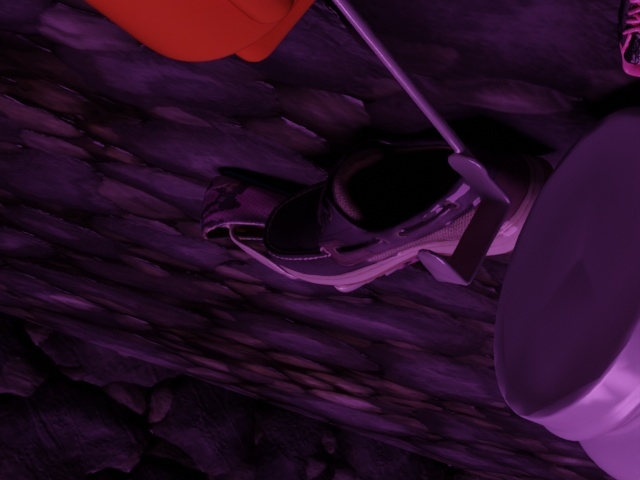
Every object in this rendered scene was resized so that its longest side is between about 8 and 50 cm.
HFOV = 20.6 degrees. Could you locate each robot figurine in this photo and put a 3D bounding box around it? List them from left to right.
[{"bbox_3d":[-0.083,-0.170,0.863,0.128,0.158,0.219,-16,152,26],"label":"robot figurine"}]

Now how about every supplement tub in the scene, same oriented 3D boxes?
[{"bbox_3d":[0.303,0.067,1.115,0.331,0.241,0.241,20,166,-18],"label":"supplement tub"}]

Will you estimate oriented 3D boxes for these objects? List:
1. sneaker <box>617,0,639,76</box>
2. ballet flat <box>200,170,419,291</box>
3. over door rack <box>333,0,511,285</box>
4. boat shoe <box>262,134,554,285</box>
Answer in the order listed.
[{"bbox_3d":[0.172,-0.121,0.912,0.047,0.057,0.119,15,165,15],"label":"sneaker"},{"bbox_3d":[0.000,0.000,1.533,0.222,0.079,0.077,13,165,10],"label":"ballet flat"},{"bbox_3d":[0.098,-0.112,0.768,0.240,0.108,0.324,10,139,46],"label":"over door rack"},{"bbox_3d":[0.047,-0.032,1.329,0.092,0.102,0.285,32,156,-34],"label":"boat shoe"}]
